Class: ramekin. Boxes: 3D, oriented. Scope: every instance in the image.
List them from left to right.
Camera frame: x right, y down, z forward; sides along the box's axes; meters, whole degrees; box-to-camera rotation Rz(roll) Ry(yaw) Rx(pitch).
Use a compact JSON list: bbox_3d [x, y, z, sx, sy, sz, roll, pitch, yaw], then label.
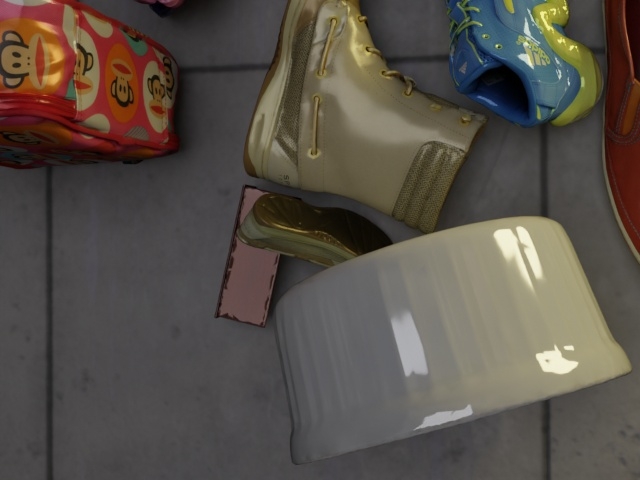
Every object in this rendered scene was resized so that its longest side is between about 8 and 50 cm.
[{"bbox_3d":[0.094,0.081,0.770,0.277,0.277,0.135,-17,78,11],"label":"ramekin"}]

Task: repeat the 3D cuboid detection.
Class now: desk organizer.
[{"bbox_3d":[-0.059,0.015,0.912,0.050,0.047,0.130,13,92,9],"label":"desk organizer"}]

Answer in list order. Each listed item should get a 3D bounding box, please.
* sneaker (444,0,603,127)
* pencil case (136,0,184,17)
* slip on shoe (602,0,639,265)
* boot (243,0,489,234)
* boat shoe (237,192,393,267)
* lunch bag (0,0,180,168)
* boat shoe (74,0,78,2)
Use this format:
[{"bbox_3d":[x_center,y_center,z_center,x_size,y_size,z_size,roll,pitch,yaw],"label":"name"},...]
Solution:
[{"bbox_3d":[0.148,-0.198,0.822,0.240,0.126,0.091,54,138,7],"label":"sneaker"},{"bbox_3d":[-0.066,-0.380,0.850,0.386,0.160,0.167,-43,105,12],"label":"pencil case"},{"bbox_3d":[0.304,-0.109,0.809,0.123,0.101,0.331,-6,90,10],"label":"slip on shoe"},{"bbox_3d":[0.060,-0.153,0.863,0.203,0.095,0.262,20,95,12],"label":"boot"},{"bbox_3d":[0.000,0.001,0.877,0.048,0.153,0.056,-49,37,41],"label":"boat shoe"},{"bbox_3d":[-0.284,-0.132,0.836,0.258,0.293,0.120,0,88,16],"label":"lunch bag"},{"bbox_3d":[-0.349,-0.306,0.957,0.258,0.084,0.095,41,98,9],"label":"boat shoe"}]
